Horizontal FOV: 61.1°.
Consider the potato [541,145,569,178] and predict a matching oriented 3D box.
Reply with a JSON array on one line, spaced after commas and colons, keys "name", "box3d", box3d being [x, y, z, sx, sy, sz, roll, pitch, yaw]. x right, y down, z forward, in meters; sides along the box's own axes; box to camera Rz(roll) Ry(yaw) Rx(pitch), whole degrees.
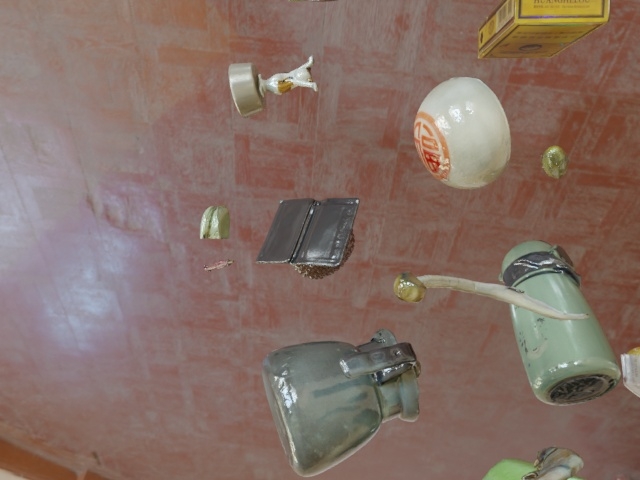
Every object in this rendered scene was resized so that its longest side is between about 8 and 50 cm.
[{"name": "potato", "box3d": [0.781, -0.265, 1.800, 0.085, 0.105, 0.188, -26, 163, 20]}]

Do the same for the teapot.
[{"name": "teapot", "box3d": [0.053, 0.240, 0.959, 0.285, 0.223, 0.305, -15, 127, -16]}]

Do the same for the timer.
[{"name": "timer", "box3d": [-0.143, -0.508, 1.747, 0.266, 0.175, 0.175, -11, 131, 7]}]

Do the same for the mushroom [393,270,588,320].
[{"name": "mushroom", "box3d": [0.231, 0.076, 0.741, 0.306, 0.068, 0.043, 9, 132, -23]}]

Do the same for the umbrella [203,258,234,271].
[{"name": "umbrella", "box3d": [-0.319, 0.077, 1.704, 0.027, 0.025, 0.165, 13, 160, -42]}]

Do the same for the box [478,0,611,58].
[{"name": "box", "box3d": [0.490, -0.490, 1.232, 0.193, 0.301, 0.084, 1, 95, 2]}]

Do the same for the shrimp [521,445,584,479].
[{"name": "shrimp", "box3d": [0.245, 0.300, 0.664, 0.148, 0.035, 0.195, -35, 156, 1]}]

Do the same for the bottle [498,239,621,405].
[{"name": "bottle", "box3d": [0.482, 0.154, 1.137, 0.168, 0.347, 0.168, -2, 139, -2]}]

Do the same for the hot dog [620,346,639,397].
[{"name": "hot dog", "box3d": [0.476, 0.186, 0.661, 0.131, 0.069, 0.253, 34, 173, -2]}]

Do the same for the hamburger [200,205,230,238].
[{"name": "hamburger", "box3d": [-0.251, -0.044, 1.321, 0.054, 0.121, 0.084, 0, 89, 11]}]

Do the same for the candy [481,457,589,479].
[{"name": "candy", "box3d": [0.381, 0.449, 0.886, 0.142, 0.132, 0.343, 8, 166, -9]}]

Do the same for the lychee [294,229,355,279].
[{"name": "lychee", "box3d": [0.000, 0.000, 2.008, 0.264, 0.300, 0.264, 13, 158, 5]}]

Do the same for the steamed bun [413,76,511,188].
[{"name": "steamed bun", "box3d": [0.335, -0.257, 1.355, 0.177, 0.283, 0.283, -21, 131, -9]}]

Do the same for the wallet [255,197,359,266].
[{"name": "wallet", "box3d": [-0.039, -0.031, 1.659, 0.323, 0.247, 0.041, 1, 148, 35]}]
